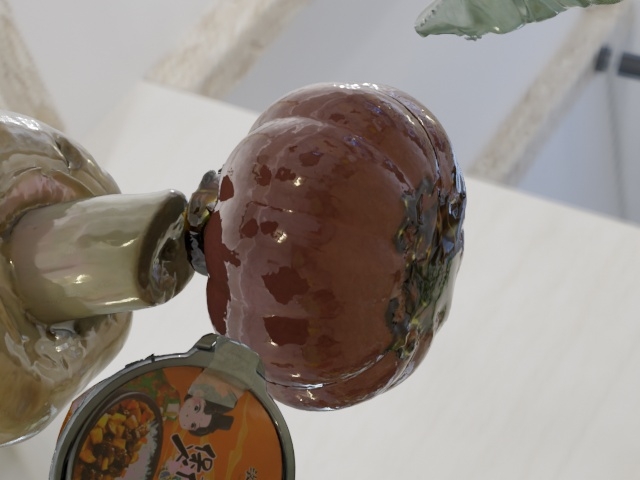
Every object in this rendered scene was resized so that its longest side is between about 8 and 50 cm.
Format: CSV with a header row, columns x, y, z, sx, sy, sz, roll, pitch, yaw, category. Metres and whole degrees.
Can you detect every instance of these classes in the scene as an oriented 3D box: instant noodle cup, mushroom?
x,y,z,sx,sy,sz,roll,pitch,yaw,category
-0.121,0.165,1.066,0.177,0.125,0.208,44,-103,-18,instant noodle cup
-0.309,0.048,1.450,0.353,0.353,0.325,22,-87,-59,mushroom

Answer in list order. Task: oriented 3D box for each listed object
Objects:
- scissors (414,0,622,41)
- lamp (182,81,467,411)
x,y,z,sx,sy,sz,roll,pitch,yaw,category
0.108,-0.096,0.364,0.256,0.383,0.029,43,-108,-31,scissors
0.000,0.000,1.324,0.305,0.239,0.305,-42,-42,-52,lamp
